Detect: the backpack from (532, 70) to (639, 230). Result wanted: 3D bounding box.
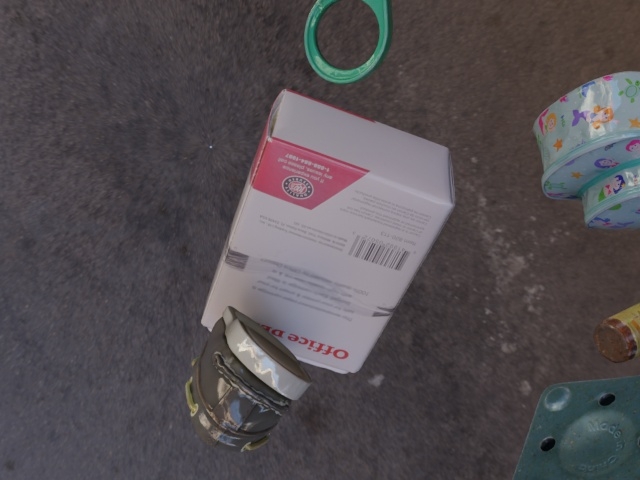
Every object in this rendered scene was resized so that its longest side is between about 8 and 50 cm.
[{"bbox_3d":[0.416,-0.116,1.011,0.254,0.225,0.191,9,70,-18],"label":"backpack"}]

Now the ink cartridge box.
[{"bbox_3d":[0.000,0.000,0.885,0.207,0.117,0.283,19,128,-8],"label":"ink cartridge box"}]

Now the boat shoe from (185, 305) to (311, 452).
[{"bbox_3d":[-0.076,0.132,0.755,0.109,0.305,0.091,38,85,-2],"label":"boat shoe"}]

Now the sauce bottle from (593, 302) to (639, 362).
[{"bbox_3d":[0.303,0.069,0.688,0.128,0.042,0.042,-22,100,-24],"label":"sauce bottle"}]

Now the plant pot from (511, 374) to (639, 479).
[{"bbox_3d":[0.302,0.252,0.674,0.252,0.248,0.247,50,50,-19],"label":"plant pot"}]

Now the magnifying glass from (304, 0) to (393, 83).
[{"bbox_3d":[0.050,-0.270,0.772,0.092,0.026,0.231,27,107,18],"label":"magnifying glass"}]
